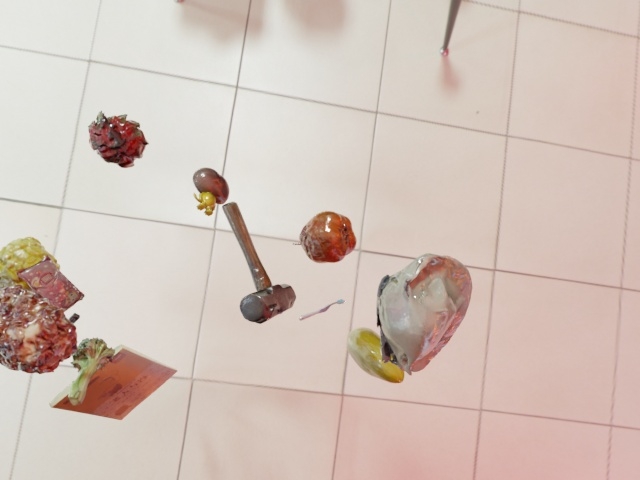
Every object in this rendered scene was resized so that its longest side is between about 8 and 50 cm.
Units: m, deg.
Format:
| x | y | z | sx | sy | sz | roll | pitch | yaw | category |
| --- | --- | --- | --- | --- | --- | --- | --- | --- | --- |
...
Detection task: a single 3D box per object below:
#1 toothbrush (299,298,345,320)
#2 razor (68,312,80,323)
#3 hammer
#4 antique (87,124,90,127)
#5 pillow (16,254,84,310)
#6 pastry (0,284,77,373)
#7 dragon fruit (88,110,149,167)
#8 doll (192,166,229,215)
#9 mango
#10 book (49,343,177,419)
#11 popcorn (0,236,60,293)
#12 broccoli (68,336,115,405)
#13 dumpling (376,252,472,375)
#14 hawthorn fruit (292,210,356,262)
| x | y | z | sx | sy | sz | roll | pitch | yaw | category |
| --- | --- | --- | --- | --- | --- | --- | --- | --- | --- |
| 0.004 | 0.132 | 0.955 | 0.131 | 0.013 | 0.011 | -14 | 113 | -48 | toothbrush |
| -0.674 | 0.248 | 1.266 | 0.190 | 0.033 | 0.066 | -41 | 121 | 15 | razor |
| -0.214 | 0.055 | 1.576 | 0.095 | 0.242 | 0.408 | -25 | 82 | 17 | hammer |
| -0.759 | -0.379 | 1.742 | 0.031 | 0.192 | 0.015 | 45 | 92 | -4 | antique |
| -0.841 | 0.142 | 1.557 | 0.185 | 0.043 | 0.118 | 58 | 41 | -17 | pillow |
| -0.451 | 0.136 | 0.747 | 0.097 | 0.209 | 0.115 | -42 | 131 | -40 | pastry |
| -0.659 | -0.326 | 1.635 | 0.189 | 0.182 | 0.182 | -4 | 84 | -48 | dragon fruit |
| -0.383 | -0.171 | 1.683 | 0.096 | 0.188 | 0.145 | -30 | 105 | 33 | doll |
| 0.209 | 0.445 | 1.980 | 0.142 | 0.332 | 0.195 | -34 | 105 | -16 | mango |
| -0.662 | 0.480 | 1.649 | 0.269 | 0.389 | 0.032 | -41 | 64 | -8 | book |
| -1.059 | 0.118 | 1.754 | 0.251 | 0.237 | 0.205 | -46 | 120 | -16 | popcorn |
| -0.656 | 0.364 | 1.389 | 0.122 | 0.204 | 0.118 | -36 | 119 | 17 | broccoli |
| 0.216 | 0.148 | 1.089 | 0.205 | 0.164 | 0.292 | -34 | 130 | -46 | dumpling |
| 0.000 | 0.000 | 1.868 | 0.243 | 0.207 | 0.207 | -13 | 86 | 29 | hawthorn fruit |
